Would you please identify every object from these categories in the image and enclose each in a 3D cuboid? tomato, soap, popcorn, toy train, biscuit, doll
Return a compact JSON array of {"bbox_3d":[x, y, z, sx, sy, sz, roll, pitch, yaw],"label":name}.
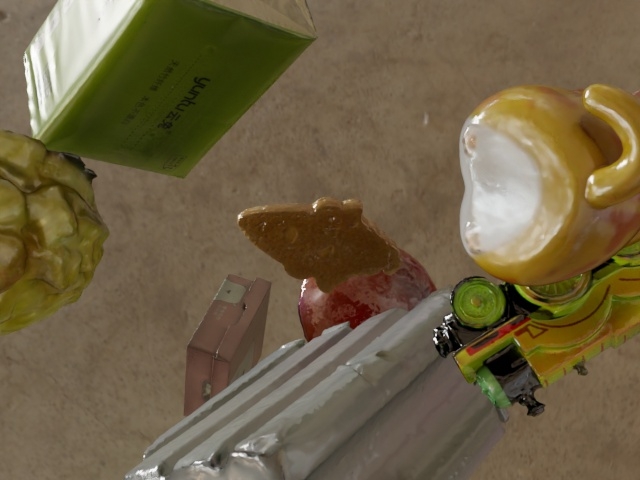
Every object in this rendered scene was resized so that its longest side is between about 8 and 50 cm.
[{"bbox_3d":[0.122,0.150,1.733,0.176,0.334,0.290,-22,8,43],"label":"tomato"},{"bbox_3d":[-0.003,0.260,1.118,0.350,0.212,0.435,-22,4,38],"label":"soap"},{"bbox_3d":[-0.336,-0.007,0.879,0.252,0.286,0.215,22,75,2],"label":"popcorn"},{"bbox_3d":[0.269,0.070,0.974,0.296,0.100,0.160,-31,63,2],"label":"toy train"},{"bbox_3d":[0.000,0.000,1.285,0.250,0.162,0.035,16,30,-20],"label":"biscuit"},{"bbox_3d":[0.220,-0.056,0.786,0.162,0.270,0.166,7,104,26],"label":"doll"}]

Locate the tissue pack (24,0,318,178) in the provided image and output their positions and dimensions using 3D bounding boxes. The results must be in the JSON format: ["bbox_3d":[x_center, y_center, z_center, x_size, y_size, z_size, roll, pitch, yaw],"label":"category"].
[{"bbox_3d":[-0.173,-0.216,1.004,0.275,0.200,0.167,-38,56,39],"label":"tissue pack"}]

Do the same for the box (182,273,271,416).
[{"bbox_3d":[-0.172,0.202,1.672,0.086,0.215,0.215,17,43,7],"label":"box"}]
